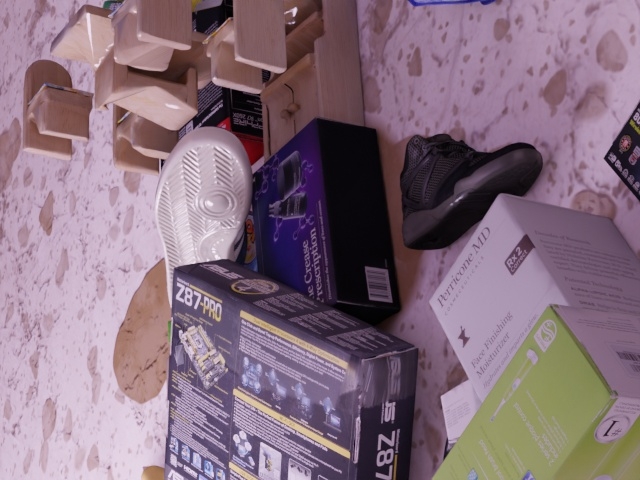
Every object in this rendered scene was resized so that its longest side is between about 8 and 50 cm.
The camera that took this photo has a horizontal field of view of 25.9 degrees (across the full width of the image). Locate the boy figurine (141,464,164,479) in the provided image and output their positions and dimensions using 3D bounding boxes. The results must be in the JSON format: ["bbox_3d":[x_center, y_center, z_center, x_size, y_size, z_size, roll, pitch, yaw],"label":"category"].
[{"bbox_3d":[-0.248,0.422,2.060,0.285,0.092,0.177,147,124,-70],"label":"boy figurine"}]

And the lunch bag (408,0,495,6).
[{"bbox_3d":[0.169,-0.349,1.642,0.151,0.096,0.129,1,81,29],"label":"lunch bag"}]

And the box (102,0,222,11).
[{"bbox_3d":[-0.217,-0.336,1.893,0.043,0.179,0.105,68,161,9],"label":"box"}]

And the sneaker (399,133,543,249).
[{"bbox_3d":[0.160,-0.085,1.585,0.227,0.087,0.130,-38,57,55],"label":"sneaker"}]

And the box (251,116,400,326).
[{"bbox_3d":[0.000,0.000,1.815,0.184,0.103,0.261,-41,49,50],"label":"box"}]

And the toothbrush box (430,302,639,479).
[{"bbox_3d":[0.239,0.208,1.258,0.283,0.206,0.122,-60,37,29],"label":"toothbrush box"}]

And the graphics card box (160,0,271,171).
[{"bbox_3d":[-0.170,-0.268,2.175,0.233,0.094,0.371,-37,52,49],"label":"graphics card box"}]

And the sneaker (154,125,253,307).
[{"bbox_3d":[-0.158,-0.047,1.920,0.350,0.131,0.148,102,175,-46],"label":"sneaker"}]

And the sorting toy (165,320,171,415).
[{"bbox_3d":[-0.178,0.242,2.093,0.196,0.047,0.348,-38,51,53],"label":"sorting toy"}]

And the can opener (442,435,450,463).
[{"bbox_3d":[0.144,0.331,1.529,0.093,0.074,0.280,-52,-22,-82],"label":"can opener"}]

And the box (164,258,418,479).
[{"bbox_3d":[-0.051,0.225,1.715,0.395,0.097,0.318,21,115,49],"label":"box"}]

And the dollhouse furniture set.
[{"bbox_3d":[-0.152,-0.266,1.852,0.362,0.394,0.256,-32,54,51],"label":"dollhouse furniture set"}]

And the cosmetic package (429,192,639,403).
[{"bbox_3d":[0.230,0.077,1.361,0.151,0.151,0.184,-59,36,29],"label":"cosmetic package"}]

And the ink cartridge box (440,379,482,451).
[{"bbox_3d":[0.189,0.216,1.440,0.056,0.099,0.135,-41,49,47],"label":"ink cartridge box"}]

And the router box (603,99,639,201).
[{"bbox_3d":[0.336,-0.079,1.341,0.092,0.038,0.122,-62,36,27],"label":"router box"}]

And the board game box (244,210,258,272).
[{"bbox_3d":[-0.101,0.027,2.033,0.201,0.035,0.136,15,95,59],"label":"board game box"}]
